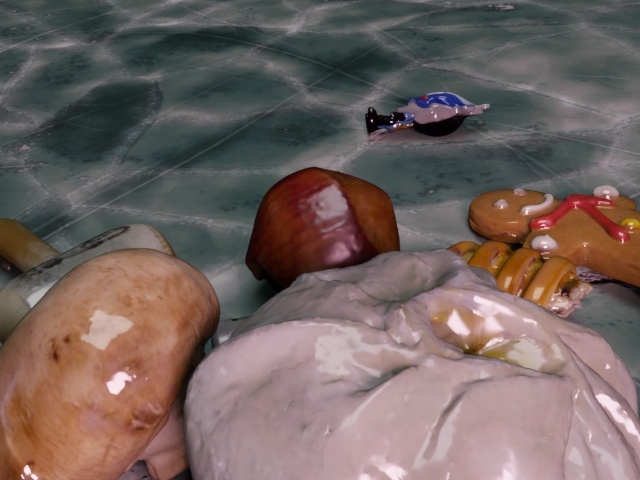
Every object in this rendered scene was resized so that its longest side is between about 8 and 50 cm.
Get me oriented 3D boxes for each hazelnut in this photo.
[{"bbox_3d":[0.008,0.000,0.922,0.170,0.161,0.201,15,-3,6],"label":"hazelnut"}]

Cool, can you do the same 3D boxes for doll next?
[{"bbox_3d":[0.169,-0.196,1.278,0.195,0.070,0.096,-7,2,1],"label":"doll"}]

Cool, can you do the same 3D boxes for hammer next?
[{"bbox_3d":[-0.313,0.032,0.931,0.305,0.113,0.202,21,37,41],"label":"hammer"}]

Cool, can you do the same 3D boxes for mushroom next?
[{"bbox_3d":[-0.181,0.123,0.682,0.255,0.184,0.255,-40,19,17],"label":"mushroom"}]

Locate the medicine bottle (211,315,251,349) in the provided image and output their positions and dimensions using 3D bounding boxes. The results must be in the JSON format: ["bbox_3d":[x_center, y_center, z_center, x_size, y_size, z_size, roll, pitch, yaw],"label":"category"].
[{"bbox_3d":[-0.039,0.110,0.799,0.130,0.080,0.080,-8,33,-8],"label":"medicine bottle"}]

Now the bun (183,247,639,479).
[{"bbox_3d":[0.078,0.137,0.584,0.354,0.194,0.354,13,37,-10],"label":"bun"}]

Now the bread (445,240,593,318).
[{"bbox_3d":[0.194,0.052,0.871,0.177,0.084,0.119,15,36,33],"label":"bread"}]

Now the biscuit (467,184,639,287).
[{"bbox_3d":[0.325,-0.013,0.966,0.216,0.047,0.339,-24,33,-37],"label":"biscuit"}]
